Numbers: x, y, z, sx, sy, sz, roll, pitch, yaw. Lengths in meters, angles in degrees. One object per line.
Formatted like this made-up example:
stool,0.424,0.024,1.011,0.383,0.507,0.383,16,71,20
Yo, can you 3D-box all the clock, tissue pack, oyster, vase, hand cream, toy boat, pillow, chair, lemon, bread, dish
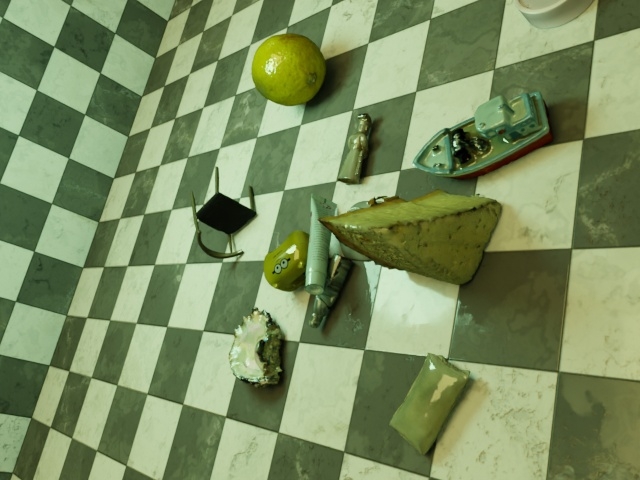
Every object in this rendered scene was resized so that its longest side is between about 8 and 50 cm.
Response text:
clock,0.570,-0.617,1.419,0.196,0.068,0.197,-24,54,37
tissue pack,-0.078,0.070,1.708,0.178,0.123,0.127,-39,45,28
oyster,-0.186,0.321,1.725,0.198,0.092,0.260,-56,31,9
vase,0.020,0.141,1.612,0.059,0.059,0.212,21,85,50
hand cream,0.000,0.000,1.645,0.058,0.085,0.331,128,155,-49
toy boat,0.366,-0.239,1.387,0.331,0.133,0.145,-23,55,38
pillow,0.236,0.347,1.273,0.119,0.053,0.208,34,99,53
chair,-0.335,-0.090,2.034,0.166,0.188,0.272,-38,42,28
lemon,-0.109,-0.581,2.003,0.267,0.267,0.268,-24,53,37
bread,0.212,-0.060,1.337,0.248,0.315,0.279,21,76,49
dish,0.103,-0.039,1.616,0.190,0.066,0.191,-24,54,37

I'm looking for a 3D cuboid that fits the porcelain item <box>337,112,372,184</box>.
porcelain item,0.110,-0.272,1.744,0.084,0.054,0.213,5,74,46
